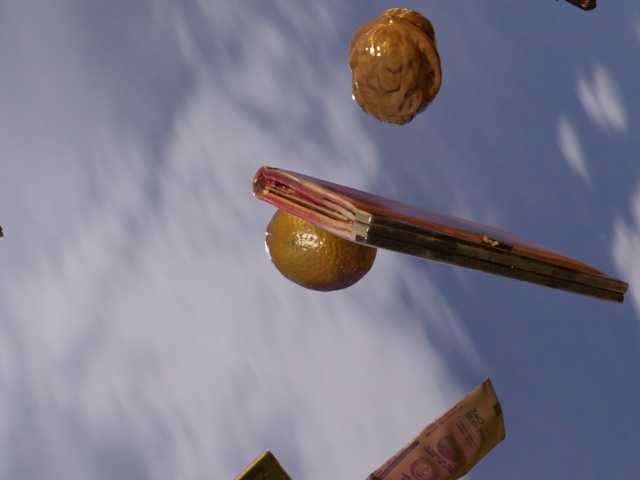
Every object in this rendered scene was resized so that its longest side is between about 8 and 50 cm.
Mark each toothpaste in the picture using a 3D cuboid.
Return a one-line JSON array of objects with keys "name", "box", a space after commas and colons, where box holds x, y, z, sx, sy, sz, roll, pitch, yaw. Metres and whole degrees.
[{"name": "toothpaste", "box": [0.125, 0.256, 2.064, 0.301, 0.048, 0.075, -30, -102, -44]}]

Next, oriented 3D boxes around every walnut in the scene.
[{"name": "walnut", "box": [0.060, -0.143, 1.459, 0.079, 0.082, 0.096, -54, -31, -41]}]

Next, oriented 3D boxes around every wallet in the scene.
[{"name": "wallet", "box": [0.076, -0.001, 1.118, 0.232, 0.025, 0.119, 14, -174, -41]}]

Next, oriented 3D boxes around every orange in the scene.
[{"name": "orange", "box": [0.000, 0.000, 1.478, 0.085, 0.095, 0.085, 1, -90, -76]}]

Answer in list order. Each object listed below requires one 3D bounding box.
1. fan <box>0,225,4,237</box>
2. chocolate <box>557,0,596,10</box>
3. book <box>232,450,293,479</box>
[{"name": "fan", "box": [-0.332, -0.085, 1.214, 0.329, 0.009, 0.190, 39, -142, -41]}, {"name": "chocolate", "box": [0.161, -0.262, 1.447, 0.182, 0.086, 0.028, 34, -144, 17]}, {"name": "book", "box": [-0.025, 0.382, 1.611, 0.228, 0.018, 0.322, -42, -83, -27]}]
